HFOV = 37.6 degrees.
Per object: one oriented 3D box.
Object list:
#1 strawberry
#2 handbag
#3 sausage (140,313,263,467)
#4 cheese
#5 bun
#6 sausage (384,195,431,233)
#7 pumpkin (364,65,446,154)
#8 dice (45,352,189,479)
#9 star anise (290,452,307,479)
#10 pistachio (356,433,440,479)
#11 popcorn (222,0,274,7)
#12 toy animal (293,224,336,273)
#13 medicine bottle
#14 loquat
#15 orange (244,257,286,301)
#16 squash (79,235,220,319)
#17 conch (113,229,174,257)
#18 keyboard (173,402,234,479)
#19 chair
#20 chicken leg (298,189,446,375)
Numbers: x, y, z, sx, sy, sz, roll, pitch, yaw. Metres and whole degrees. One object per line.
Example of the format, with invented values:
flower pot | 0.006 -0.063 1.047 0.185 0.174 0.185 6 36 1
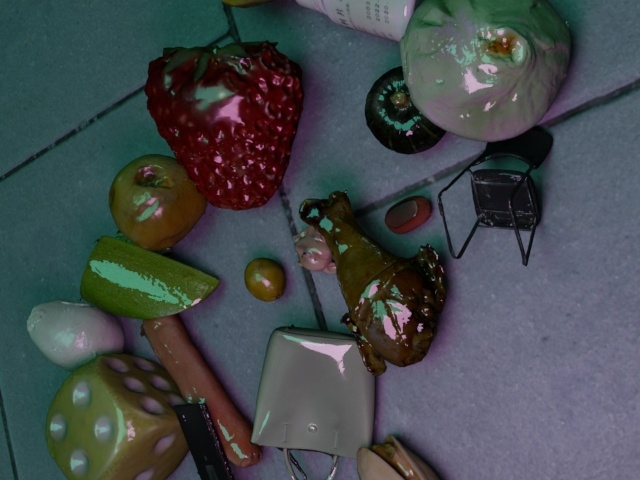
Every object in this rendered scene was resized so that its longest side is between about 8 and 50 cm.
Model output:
strawberry | -0.187 -0.222 1.893 0.317 0.295 0.345 -4 103 -2
handbag | -0.011 0.326 1.787 0.241 0.109 0.316 7 87 10
sausage | -0.255 0.307 1.987 0.419 0.094 0.094 52 152 24
cheese | -0.544 0.222 2.126 0.189 0.198 0.154 -1 65 25
bun | 0.278 -0.316 1.580 0.293 0.187 0.293 -1 84 7
sausage | 0.165 -0.048 1.762 0.094 0.054 0.059 -31 76 28
pumpkin | 0.162 -0.242 1.737 0.167 0.125 0.167 7 107 24
dice | -0.429 0.397 2.018 0.238 0.226 0.233 40 106 30
star anise | -0.049 0.378 1.864 0.097 0.070 0.191 -31 73 25
pistachio | 0.148 0.455 1.692 0.144 0.144 0.215 -50 53 20
popcorn | -0.153 -0.610 1.877 0.274 0.279 0.335 35 86 11
toy animal | 0.004 0.000 1.857 0.083 0.089 0.150 44 114 49
medicine bottle | 0.095 -0.478 1.773 0.293 0.170 0.170 24 100 31
loquat | -0.349 -0.086 2.017 0.213 0.213 0.213 -3 85 33
orange | -0.111 0.080 1.916 0.095 0.085 0.085 47 111 19
squash | -0.381 0.125 2.056 0.288 0.111 0.203 23 137 5
conch | -0.410 0.010 2.128 0.170 0.079 0.106 -13 89 18
keyboard | -0.213 0.477 1.918 0.106 0.027 0.317 -14 98 46
chair | 0.320 -0.081 1.639 0.140 0.221 0.145 6 132 33
chicken leg | 0.110 0.053 1.713 0.211 0.140 0.361 -22 76 3
